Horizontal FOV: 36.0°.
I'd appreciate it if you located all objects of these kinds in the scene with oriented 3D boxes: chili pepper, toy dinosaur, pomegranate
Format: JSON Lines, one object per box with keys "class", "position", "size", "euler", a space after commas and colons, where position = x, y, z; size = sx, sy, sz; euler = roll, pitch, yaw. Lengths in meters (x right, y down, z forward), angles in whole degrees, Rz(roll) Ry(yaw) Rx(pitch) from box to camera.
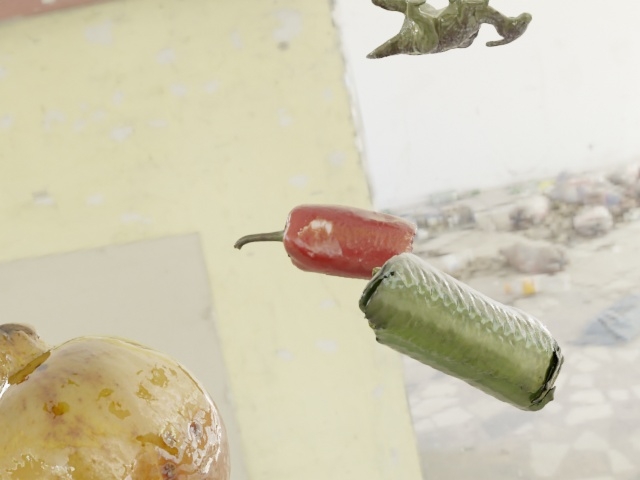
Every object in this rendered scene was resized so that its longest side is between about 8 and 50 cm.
{"class": "chili pepper", "position": [0.000, -0.004, 1.785], "size": [0.338, 0.135, 0.131], "euler": [11, 11, 6]}
{"class": "toy dinosaur", "position": [0.204, -0.370, 1.664], "size": [0.294, 0.162, 0.077], "euler": [4, 58, 27]}
{"class": "pomegranate", "position": [-0.326, 0.284, 1.358], "size": [0.409, 0.410, 0.410], "euler": [-11, 15, 3]}

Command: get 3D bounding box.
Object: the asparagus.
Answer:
{"class": "asparagus", "position": [0.151, 0.097, 1.119], "size": [0.108, 0.381, 0.128], "euler": [-43, 44, 21]}
